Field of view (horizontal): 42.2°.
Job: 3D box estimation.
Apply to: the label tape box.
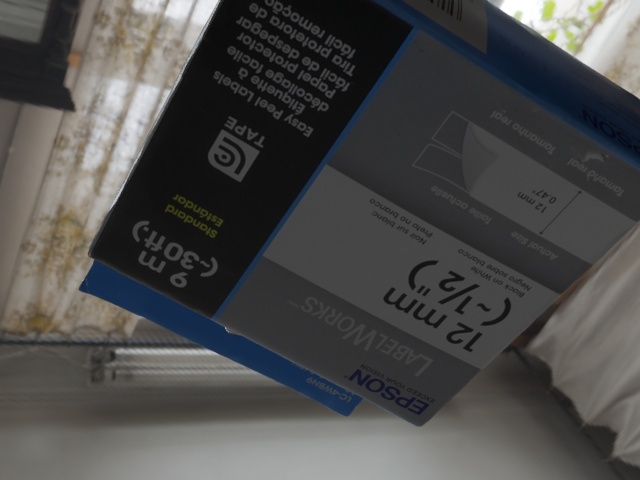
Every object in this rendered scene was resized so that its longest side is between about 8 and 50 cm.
[{"bbox_3d":[0.000,0.000,0.531,0.249,0.348,0.115,29,-147,-12],"label":"label tape box"}]
